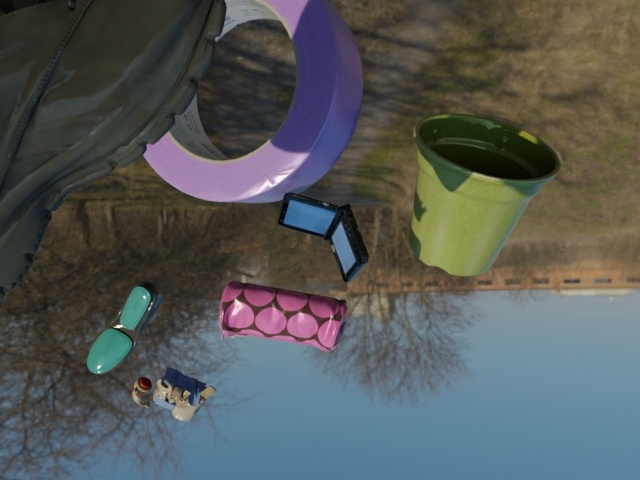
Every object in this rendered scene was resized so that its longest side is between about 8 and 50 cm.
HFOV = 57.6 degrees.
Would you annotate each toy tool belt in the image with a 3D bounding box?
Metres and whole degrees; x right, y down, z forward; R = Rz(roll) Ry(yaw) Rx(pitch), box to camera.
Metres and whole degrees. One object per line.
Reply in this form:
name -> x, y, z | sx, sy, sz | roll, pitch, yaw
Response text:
toy tool belt -> -0.165, 0.166, 0.660 | 0.083, 0.052, 0.051 | 28, 123, -20

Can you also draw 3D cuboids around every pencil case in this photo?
pencil case -> -0.062, 0.129, 0.968 | 0.209, 0.098, 0.095 | 9, 174, 1

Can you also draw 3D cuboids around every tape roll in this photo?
tape roll -> -0.093, -0.182, 0.685 | 0.275, 0.274, 0.090 | -3, -179, 21

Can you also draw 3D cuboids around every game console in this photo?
game console -> 0.000, 0.000, 0.716 | 0.071, 0.107, 0.122 | -17, 167, -12

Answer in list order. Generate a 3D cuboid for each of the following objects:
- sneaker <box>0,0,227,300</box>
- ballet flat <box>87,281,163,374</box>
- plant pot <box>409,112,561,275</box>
sneaker -> -0.163, -0.078, 0.301 | 0.130, 0.286, 0.109 | 41, -179, -39
ballet flat -> -0.354, 0.161, 1.076 | 0.074, 0.203, 0.074 | 33, -170, -7
plant pot -> 0.291, -0.080, 1.155 | 0.276, 0.254, 0.276 | 7, -144, -5
